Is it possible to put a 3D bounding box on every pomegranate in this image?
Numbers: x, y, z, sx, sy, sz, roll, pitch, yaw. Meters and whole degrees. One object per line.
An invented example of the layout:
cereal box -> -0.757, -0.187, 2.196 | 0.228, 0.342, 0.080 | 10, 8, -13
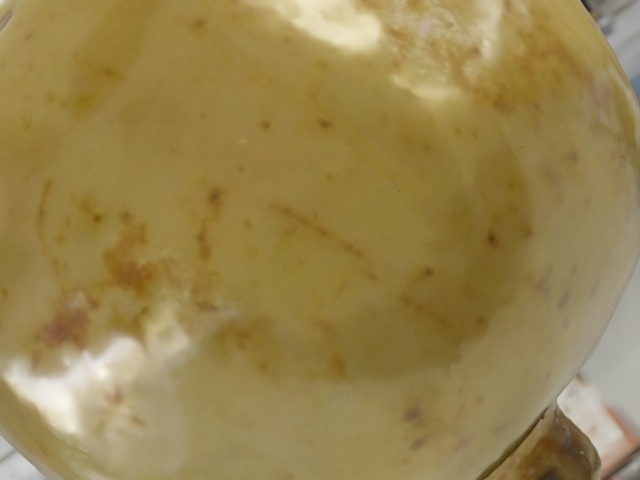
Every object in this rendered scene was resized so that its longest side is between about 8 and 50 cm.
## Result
pomegranate -> 0.000, 0.000, 0.832 | 0.342, 0.342, 0.342 | -35, 3, 2
